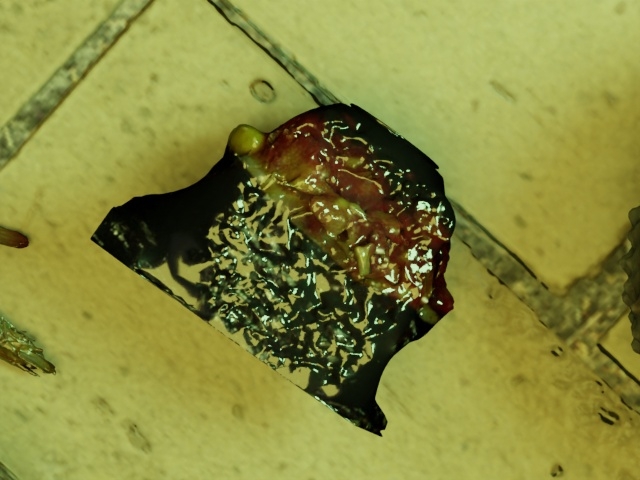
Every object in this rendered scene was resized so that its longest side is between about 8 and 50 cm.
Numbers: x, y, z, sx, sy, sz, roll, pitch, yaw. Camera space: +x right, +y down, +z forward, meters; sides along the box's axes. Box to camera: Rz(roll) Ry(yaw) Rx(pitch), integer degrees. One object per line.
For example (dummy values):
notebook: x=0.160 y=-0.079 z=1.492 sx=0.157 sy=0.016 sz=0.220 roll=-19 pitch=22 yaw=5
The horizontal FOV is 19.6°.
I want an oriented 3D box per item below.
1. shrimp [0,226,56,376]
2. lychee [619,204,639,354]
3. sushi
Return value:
shrimp: x=-0.203 y=0.036 z=1.184 sx=0.114 sy=0.023 sz=0.083 roll=39 pitch=104 yaw=0
lychee: x=0.302 y=0.031 z=0.979 sx=0.300 sy=0.300 sz=0.300 roll=2 pitch=106 yaw=7
sushi: x=0.000 y=0.000 z=1.085 sx=0.172 sy=0.153 sz=0.150 roll=35 pitch=89 yaw=20
